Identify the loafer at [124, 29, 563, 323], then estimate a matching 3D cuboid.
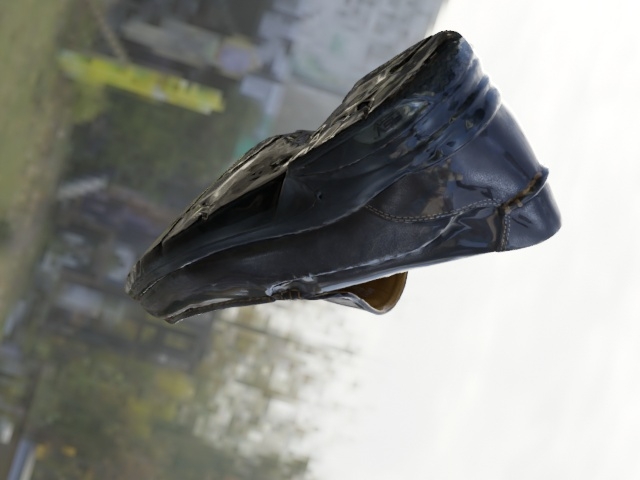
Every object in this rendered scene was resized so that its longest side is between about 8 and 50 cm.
[{"bbox_3d":[0.000,0.000,0.572,0.062,0.061,0.170,-49,-166,-34],"label":"loafer"}]
